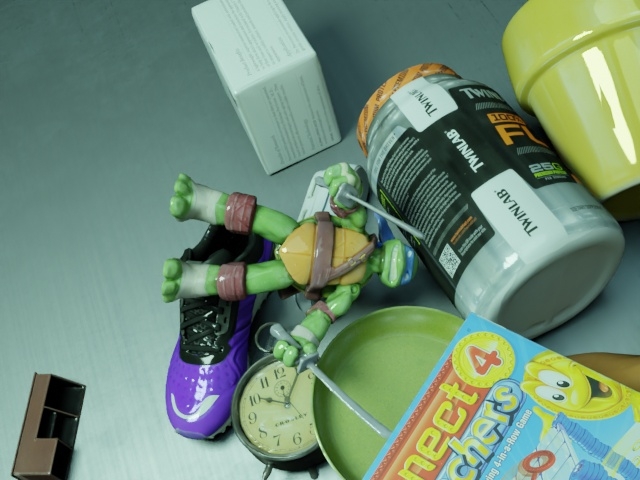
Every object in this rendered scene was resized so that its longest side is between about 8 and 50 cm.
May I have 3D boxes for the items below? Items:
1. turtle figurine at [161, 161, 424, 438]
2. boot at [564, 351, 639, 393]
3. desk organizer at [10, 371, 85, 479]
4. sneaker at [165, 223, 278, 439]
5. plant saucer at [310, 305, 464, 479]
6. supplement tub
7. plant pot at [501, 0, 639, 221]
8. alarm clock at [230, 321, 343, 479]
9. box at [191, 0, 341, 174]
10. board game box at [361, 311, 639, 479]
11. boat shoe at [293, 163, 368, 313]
[{"bbox_3d":[-0.029,0.021,0.886,0.266,0.198,0.275,7,37,2],"label":"turtle figurine"},{"bbox_3d":[0.339,0.129,0.826,0.283,0.220,0.109,12,64,22],"label":"boot"},{"bbox_3d":[-0.329,0.229,1.054,0.050,0.047,0.130,-3,59,11],"label":"desk organizer"},{"bbox_3d":[-0.134,0.081,1.030,0.102,0.146,0.293,4,60,18],"label":"sneaker"},{"bbox_3d":[0.106,0.185,0.931,0.241,0.037,0.241,4,58,-6],"label":"plant saucer"},{"bbox_3d":[0.180,-0.053,0.998,0.193,0.193,0.316,-30,56,-4],"label":"supplement tub"},{"bbox_3d":[0.360,-0.160,1.002,0.254,0.254,0.239,-12,73,8],"label":"plant pot"},{"bbox_3d":[-0.038,0.178,0.994,0.129,0.064,0.192,-19,59,3],"label":"alarm clock"},{"bbox_3d":[-0.073,-0.224,1.182,0.119,0.182,0.181,-25,56,-3],"label":"box"},{"bbox_3d":[0.191,0.261,0.763,0.302,0.086,0.308,25,67,27],"label":"board game box"},{"bbox_3d":[0.000,0.000,1.096,0.075,0.083,0.226,-2,47,30],"label":"boat shoe"}]
